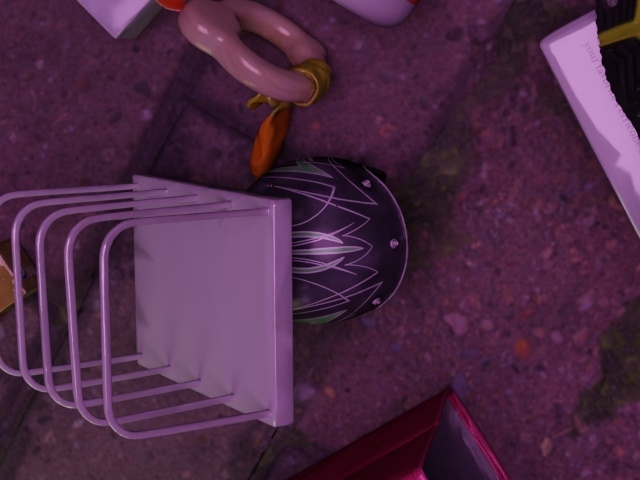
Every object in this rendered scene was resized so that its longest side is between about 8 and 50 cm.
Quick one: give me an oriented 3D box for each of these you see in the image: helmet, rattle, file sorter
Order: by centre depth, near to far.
[{"bbox_3d":[-0.166,0.052,1.194,0.173,0.277,0.193,-6,100,-32],"label":"file sorter"},{"bbox_3d":[0.000,0.000,1.236,0.169,0.161,0.169,1,98,10],"label":"helmet"},{"bbox_3d":[-0.101,-0.165,1.252,0.199,0.130,0.143,21,142,-21],"label":"rattle"}]

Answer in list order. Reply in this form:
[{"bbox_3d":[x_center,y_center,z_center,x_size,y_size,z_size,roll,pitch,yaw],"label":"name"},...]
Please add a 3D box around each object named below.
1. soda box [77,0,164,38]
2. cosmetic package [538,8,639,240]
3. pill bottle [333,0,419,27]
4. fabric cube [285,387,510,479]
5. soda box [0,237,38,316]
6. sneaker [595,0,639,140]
[{"bbox_3d":[-0.137,-0.290,1.267,0.074,0.069,0.216,46,104,1],"label":"soda box"},{"bbox_3d":[0.437,-0.177,1.132,0.453,0.161,0.230,-27,92,13],"label":"cosmetic package"},{"bbox_3d":[0.079,-0.359,1.161,0.181,0.181,0.323,35,102,4],"label":"pill bottle"},{"bbox_3d":[0.064,0.329,1.225,0.258,0.259,0.254,-32,92,15],"label":"fabric cube"},{"bbox_3d":[-0.371,0.072,1.366,0.181,0.058,0.061,-35,91,12],"label":"soda box"},{"bbox_3d":[0.317,-0.120,1.031,0.147,0.145,0.385,-10,94,-19],"label":"sneaker"}]
